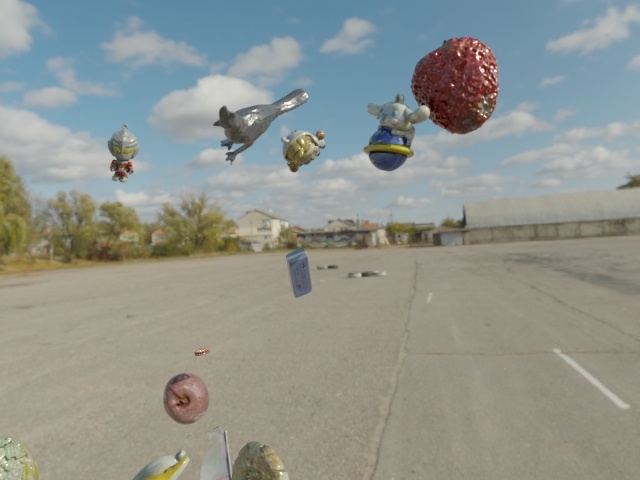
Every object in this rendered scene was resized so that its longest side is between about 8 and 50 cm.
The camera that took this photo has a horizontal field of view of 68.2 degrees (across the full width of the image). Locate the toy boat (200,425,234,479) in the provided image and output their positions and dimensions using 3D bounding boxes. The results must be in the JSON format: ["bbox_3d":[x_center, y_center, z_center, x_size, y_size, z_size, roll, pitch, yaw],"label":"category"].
[{"bbox_3d":[-0.374,0.862,1.703,0.219,0.318,0.072,-29,-9,-18],"label":"toy boat"}]

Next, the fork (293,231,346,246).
[{"bbox_3d":[0.000,0.002,1.505,0.235,0.021,0.039,12,-18,-41],"label":"fork"}]

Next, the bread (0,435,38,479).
[{"bbox_3d":[-0.616,0.470,0.881,0.261,0.158,0.156,-40,14,17],"label":"bread"}]

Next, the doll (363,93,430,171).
[{"bbox_3d":[0.269,-0.355,1.585,0.160,0.242,0.311,20,-7,-27],"label":"doll"}]

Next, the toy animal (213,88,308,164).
[{"bbox_3d":[-0.179,-0.287,1.199,0.206,0.081,0.367,-41,-2,35],"label":"toy animal"}]

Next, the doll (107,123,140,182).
[{"bbox_3d":[-0.611,-0.269,1.463,0.094,0.179,0.079,7,10,-16],"label":"doll"}]

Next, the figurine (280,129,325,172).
[{"bbox_3d":[-0.054,-0.377,1.875,0.274,0.133,0.194,-43,-5,-46],"label":"figurine"}]

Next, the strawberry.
[{"bbox_3d":[0.451,-0.522,1.576,0.292,0.291,0.309,-3,29,8],"label":"strawberry"}]

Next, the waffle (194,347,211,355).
[{"bbox_3d":[-0.594,0.562,2.389,0.084,0.029,0.075,-12,3,6],"label":"waffle"}]

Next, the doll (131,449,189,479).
[{"bbox_3d":[-0.467,0.672,1.211,0.103,0.316,0.145,32,-38,10],"label":"doll"}]

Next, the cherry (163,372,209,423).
[{"bbox_3d":[-0.637,0.751,2.251,0.213,0.235,0.285,2,-17,-8],"label":"cherry"}]

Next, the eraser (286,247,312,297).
[{"bbox_3d":[-0.085,0.133,1.894,0.082,0.224,0.036,-22,43,-18],"label":"eraser"}]

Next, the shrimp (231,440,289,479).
[{"bbox_3d":[-0.186,0.824,1.497,0.247,0.360,0.085,-42,-37,17],"label":"shrimp"}]
